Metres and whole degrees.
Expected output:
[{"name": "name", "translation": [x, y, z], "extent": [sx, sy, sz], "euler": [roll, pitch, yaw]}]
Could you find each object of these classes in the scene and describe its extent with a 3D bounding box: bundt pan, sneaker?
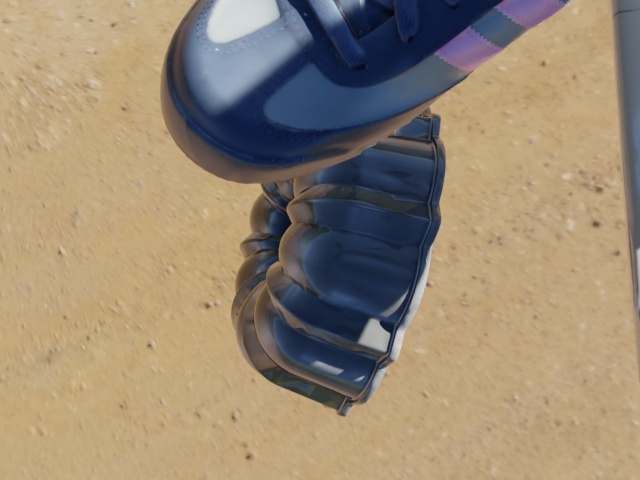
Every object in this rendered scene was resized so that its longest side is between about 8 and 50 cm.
[{"name": "bundt pan", "translation": [0.000, 0.000, 1.095], "extent": [0.124, 0.331, 0.330], "euler": [16, 96, -13]}, {"name": "sneaker", "translation": [0.069, -0.141, 0.453], "extent": [0.319, 0.131, 0.112], "euler": [-36, 86, -10]}]

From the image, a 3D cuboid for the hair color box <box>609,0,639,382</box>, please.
[{"name": "hair color box", "translation": [0.283, -0.101, 0.698], "extent": [0.185, 0.374, 0.113], "euler": [-4, 148, 16]}]
